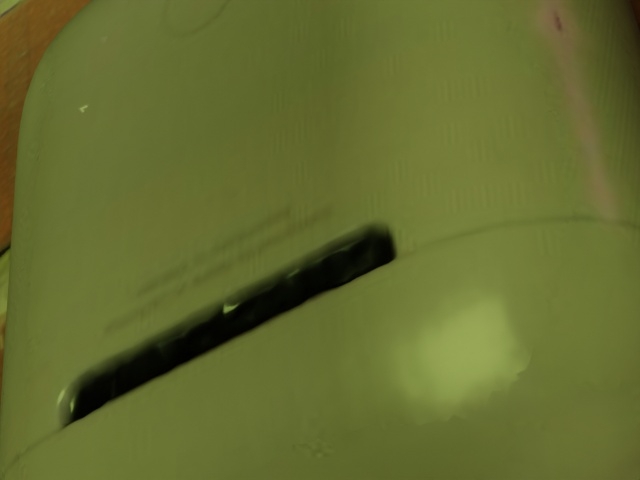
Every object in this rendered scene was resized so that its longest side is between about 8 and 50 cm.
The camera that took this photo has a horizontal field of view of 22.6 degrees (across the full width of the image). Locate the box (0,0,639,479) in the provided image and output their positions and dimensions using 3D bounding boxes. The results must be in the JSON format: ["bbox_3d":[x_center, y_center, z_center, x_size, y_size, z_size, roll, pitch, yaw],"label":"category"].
[{"bbox_3d":[-0.001,-0.001,0.628,0.288,0.141,0.349,-27,47,25],"label":"box"}]
